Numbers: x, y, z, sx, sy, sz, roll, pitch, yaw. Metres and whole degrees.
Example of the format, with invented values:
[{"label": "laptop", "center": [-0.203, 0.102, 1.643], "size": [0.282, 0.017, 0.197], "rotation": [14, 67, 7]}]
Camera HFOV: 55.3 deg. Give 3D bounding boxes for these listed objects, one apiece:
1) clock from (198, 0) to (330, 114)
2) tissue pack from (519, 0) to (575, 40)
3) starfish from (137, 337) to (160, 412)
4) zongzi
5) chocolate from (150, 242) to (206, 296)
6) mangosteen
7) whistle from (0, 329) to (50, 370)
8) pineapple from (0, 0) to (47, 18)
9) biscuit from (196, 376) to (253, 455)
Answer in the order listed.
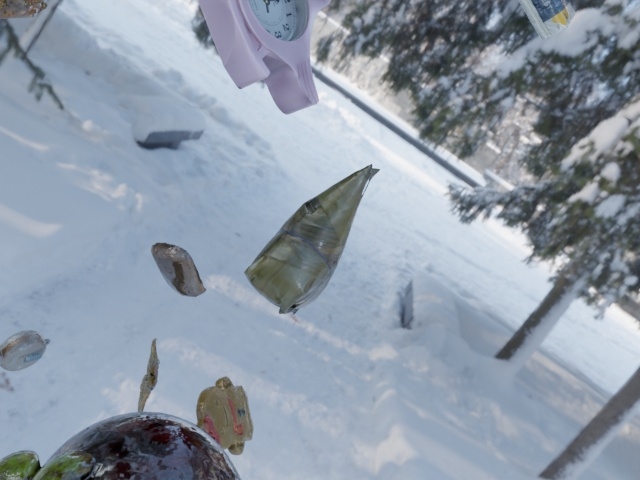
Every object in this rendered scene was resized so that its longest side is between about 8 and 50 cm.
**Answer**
[{"label": "clock", "center": [-0.068, -0.373, 1.076], "size": [0.080, 0.290, 0.275], "rotation": [-6, 18, 43]}, {"label": "tissue pack", "center": [0.275, -0.297, 0.751], "size": [0.083, 0.042, 0.062], "rotation": [56, 42, -13]}, {"label": "starfish", "center": [-0.525, 0.421, 1.888], "size": [0.043, 0.241, 0.227], "rotation": [12, -23, -25]}, {"label": "zongzi", "center": [0.000, 0.000, 1.113], "size": [0.123, 0.289, 0.260], "rotation": [38, -4, 8]}, {"label": "chocolate", "center": [-0.214, 0.050, 0.903], "size": [0.064, 0.101, 0.031], "rotation": [9, 46, 24]}, {"label": "mangosteen", "center": [-0.253, 0.361, 0.722], "size": [0.359, 0.306, 0.306], "rotation": [18, 21, -50]}, {"label": "whistle", "center": [-0.715, 0.263, 1.378], "size": [0.220, 0.107, 0.057], "rotation": [-13, 51, -48]}, {"label": "pineapple", "center": [-0.443, -0.469, 0.791], "size": [0.169, 0.341, 0.169], "rotation": [8, 27, -4]}, {"label": "biscuit", "center": [-0.197, 0.367, 1.280], "size": [0.225, 0.036, 0.166], "rotation": [36, 39, -67]}]
